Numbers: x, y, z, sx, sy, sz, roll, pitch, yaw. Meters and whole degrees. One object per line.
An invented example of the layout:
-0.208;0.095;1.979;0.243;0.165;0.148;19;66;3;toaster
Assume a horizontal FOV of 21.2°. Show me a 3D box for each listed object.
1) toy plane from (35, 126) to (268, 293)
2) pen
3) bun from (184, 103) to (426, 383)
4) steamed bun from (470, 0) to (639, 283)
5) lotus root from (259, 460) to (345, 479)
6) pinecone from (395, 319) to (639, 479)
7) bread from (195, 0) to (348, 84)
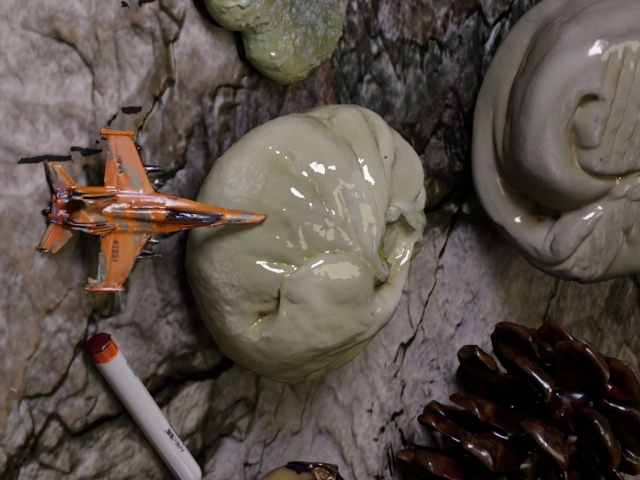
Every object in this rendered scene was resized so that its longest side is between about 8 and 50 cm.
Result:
-0.138;-0.023;1.399;0.188;0.062;0.135;0;98;-30;toy plane
-0.144;0.159;1.483;0.026;0.026;0.218;-53;134;-28;pen
0.000;0.000;1.520;0.259;0.160;0.259;-14;109;-45;bun
0.328;-0.142;1.812;0.367;0.255;0.342;-9;127;-20;steamed bun
-0.035;0.307;1.580;0.125;0.118;0.221;20;84;-18;lotus root
0.213;0.211;1.774;0.309;0.244;0.244;-40;128;-22;pinecone
-0.034;-0.285;1.496;0.207;0.056;0.287;9;90;-53;bread
